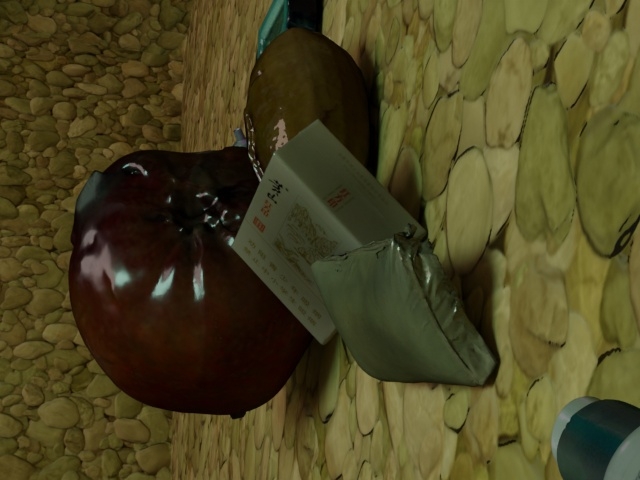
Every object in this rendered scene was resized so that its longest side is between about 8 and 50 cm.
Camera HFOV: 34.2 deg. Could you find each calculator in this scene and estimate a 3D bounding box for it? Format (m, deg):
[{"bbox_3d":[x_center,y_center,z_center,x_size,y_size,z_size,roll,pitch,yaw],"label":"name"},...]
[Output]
[{"bbox_3d":[-0.057,-0.214,1.450,0.248,0.058,0.274,142,132,-73],"label":"calculator"}]

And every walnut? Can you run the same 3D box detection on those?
[{"bbox_3d":[-0.012,-0.119,1.063,0.137,0.137,0.245,114,158,-53],"label":"walnut"}]

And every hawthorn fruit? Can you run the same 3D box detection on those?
[{"bbox_3d":[-0.134,0.048,1.173,0.325,0.308,0.308,102,170,-74],"label":"hawthorn fruit"}]

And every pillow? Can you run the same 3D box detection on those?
[{"bbox_3d":[0.055,0.054,0.775,0.119,0.053,0.208,65,161,-1],"label":"pillow"}]

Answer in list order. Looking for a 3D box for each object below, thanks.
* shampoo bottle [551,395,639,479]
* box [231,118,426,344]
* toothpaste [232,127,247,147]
[{"bbox_3d":[0.141,0.100,0.405,0.192,0.074,0.074,-155,72,-77],"label":"shampoo bottle"},{"bbox_3d":[0.000,0.000,0.935,0.141,0.058,0.201,46,154,9],"label":"box"},{"bbox_3d":[-0.083,-0.076,1.425,0.045,0.028,0.170,-122,10,-67],"label":"toothpaste"}]
